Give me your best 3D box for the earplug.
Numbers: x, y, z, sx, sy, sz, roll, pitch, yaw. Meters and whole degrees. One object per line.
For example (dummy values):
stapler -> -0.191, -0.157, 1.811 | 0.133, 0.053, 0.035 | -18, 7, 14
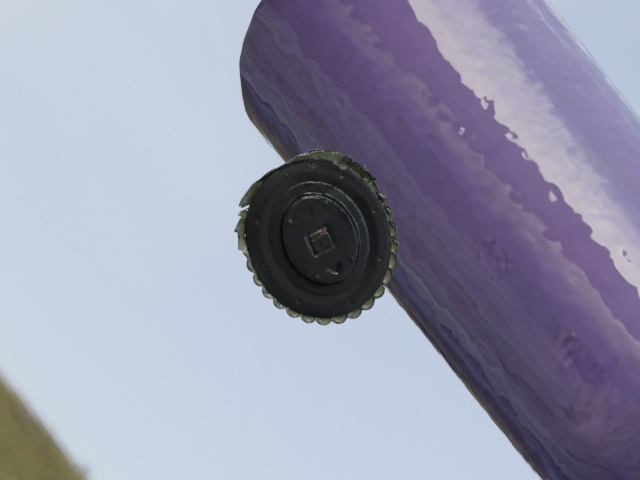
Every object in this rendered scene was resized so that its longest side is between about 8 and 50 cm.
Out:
earplug -> 0.134, -0.002, 1.146 | 0.456, 0.215, 0.215 | 56, -20, 39

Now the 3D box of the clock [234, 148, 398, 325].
clock -> 0.000, 0.000, 0.870 | 0.083, 0.074, 0.010 | 64, -7, -13
